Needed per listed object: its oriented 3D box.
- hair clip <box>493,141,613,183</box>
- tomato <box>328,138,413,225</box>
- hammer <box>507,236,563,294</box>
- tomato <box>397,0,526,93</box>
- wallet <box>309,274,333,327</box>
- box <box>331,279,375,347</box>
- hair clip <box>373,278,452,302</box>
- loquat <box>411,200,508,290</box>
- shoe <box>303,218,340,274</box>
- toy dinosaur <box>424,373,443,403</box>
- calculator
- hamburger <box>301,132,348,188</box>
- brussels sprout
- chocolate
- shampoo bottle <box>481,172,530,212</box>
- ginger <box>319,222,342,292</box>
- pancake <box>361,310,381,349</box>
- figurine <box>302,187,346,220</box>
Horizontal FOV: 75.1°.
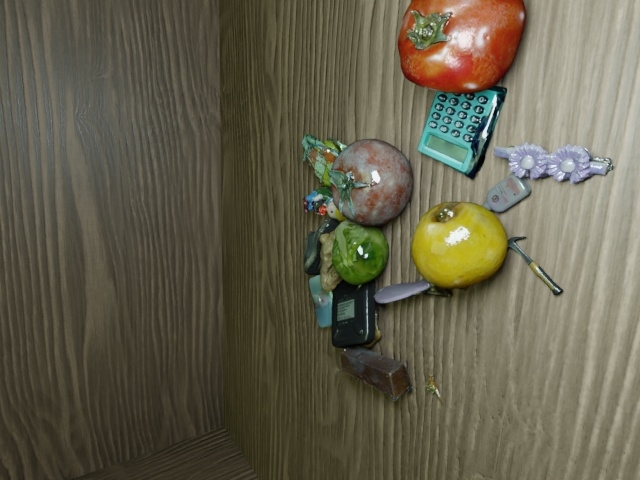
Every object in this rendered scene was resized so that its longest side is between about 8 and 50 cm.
[{"bbox_3d":[0.594,-0.207,1.089,0.292,0.084,0.106,25,133,47],"label":"hair clip"},{"bbox_3d":[0.179,-0.210,1.510,0.316,0.282,0.317,22,116,54],"label":"tomato"},{"bbox_3d":[0.597,0.067,1.163,0.201,0.021,0.078,58,138,33],"label":"hammer"},{"bbox_3d":[0.381,-0.563,1.148,0.325,0.290,0.293,33,124,48],"label":"tomato"},{"bbox_3d":[0.031,0.284,1.995,0.176,0.075,0.250,-27,73,54],"label":"wallet"},{"bbox_3d":[0.133,0.305,1.767,0.290,0.073,0.289,-30,52,57],"label":"box"},{"bbox_3d":[0.319,0.185,1.522,0.358,0.095,0.110,-15,51,48],"label":"hair clip"},{"bbox_3d":[0.403,0.022,1.234,0.275,0.275,0.275,13,106,55],"label":"loquat"},{"bbox_3d":[0.000,0.000,1.971,0.171,0.132,0.336,-112,35,-42],"label":"shoe"},{"bbox_3d":[0.409,0.541,1.511,0.041,0.026,0.113,-38,54,34],"label":"toy dinosaur"},{"bbox_3d":[0.434,-0.363,1.308,0.248,0.058,0.274,42,127,44],"label":"calculator"},{"bbox_3d":[0.038,-0.367,1.842,0.276,0.150,0.260,56,161,0],"label":"hamburger"},{"bbox_3d":[0.151,0.031,1.637,0.219,0.210,0.271,-33,75,27],"label":"brussels sprout"},{"bbox_3d":[0.218,0.518,1.687,0.321,0.112,0.112,10,117,52],"label":"chocolate"},{"bbox_3d":[0.529,-0.126,1.219,0.165,0.040,0.080,-46,59,48],"label":"shampoo bottle"},{"bbox_3d":[0.073,0.077,1.833,0.126,0.190,0.354,-64,-13,-68],"label":"ginger"},{"bbox_3d":[0.182,0.391,1.798,0.212,0.056,0.257,33,121,54],"label":"pancake"},{"bbox_3d":[0.044,-0.145,1.808,0.234,0.185,0.127,43,139,39],"label":"figurine"}]
